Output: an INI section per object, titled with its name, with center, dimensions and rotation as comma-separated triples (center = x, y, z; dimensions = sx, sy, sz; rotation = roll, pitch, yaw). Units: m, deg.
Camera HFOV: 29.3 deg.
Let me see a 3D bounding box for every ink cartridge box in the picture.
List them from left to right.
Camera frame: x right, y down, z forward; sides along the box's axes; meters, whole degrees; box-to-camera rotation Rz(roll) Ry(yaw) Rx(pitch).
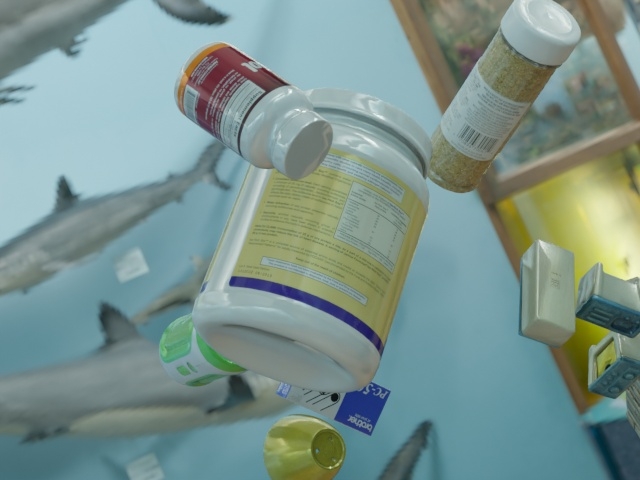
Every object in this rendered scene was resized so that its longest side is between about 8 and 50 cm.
[ink cartridge box]
center = 0.025, 0.283, 2.284
dimensions = 0.046, 0.207, 0.097
rotation = 14, 77, 60

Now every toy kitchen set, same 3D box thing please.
[toy kitchen set]
center = 0.313, 0.122, 1.486
dimensions = 0.166, 0.207, 0.122
rotation = 122, 163, -47

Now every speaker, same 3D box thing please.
[speaker]
center = -0.176, 0.166, 1.981
dimensions = 0.131, 0.131, 0.296
rotation = -23, -2, -23

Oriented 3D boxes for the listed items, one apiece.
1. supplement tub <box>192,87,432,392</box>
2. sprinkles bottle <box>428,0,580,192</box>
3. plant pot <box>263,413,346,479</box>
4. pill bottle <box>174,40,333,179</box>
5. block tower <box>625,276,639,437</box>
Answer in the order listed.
[supplement tub]
center = 0.000, 0.000, 1.548
dimensions = 0.241, 0.241, 0.331
rotation = -29, 37, 62
[sprinkles bottle]
center = 0.288, -0.235, 2.017
dimensions = 0.121, 0.121, 0.355
rotation = -22, -27, -42
[plant pot]
center = -0.012, 0.344, 1.988
dimensions = 0.134, 0.134, 0.095
rotation = -22, -2, -36
[pill bottle]
center = -0.062, -0.122, 1.168
dimensions = 0.086, 0.152, 0.086
rotation = -35, -35, -29
[block tower]
center = 0.541, 0.193, 1.936
dimensions = 0.097, 0.091, 0.335
rotation = -21, -47, -4
